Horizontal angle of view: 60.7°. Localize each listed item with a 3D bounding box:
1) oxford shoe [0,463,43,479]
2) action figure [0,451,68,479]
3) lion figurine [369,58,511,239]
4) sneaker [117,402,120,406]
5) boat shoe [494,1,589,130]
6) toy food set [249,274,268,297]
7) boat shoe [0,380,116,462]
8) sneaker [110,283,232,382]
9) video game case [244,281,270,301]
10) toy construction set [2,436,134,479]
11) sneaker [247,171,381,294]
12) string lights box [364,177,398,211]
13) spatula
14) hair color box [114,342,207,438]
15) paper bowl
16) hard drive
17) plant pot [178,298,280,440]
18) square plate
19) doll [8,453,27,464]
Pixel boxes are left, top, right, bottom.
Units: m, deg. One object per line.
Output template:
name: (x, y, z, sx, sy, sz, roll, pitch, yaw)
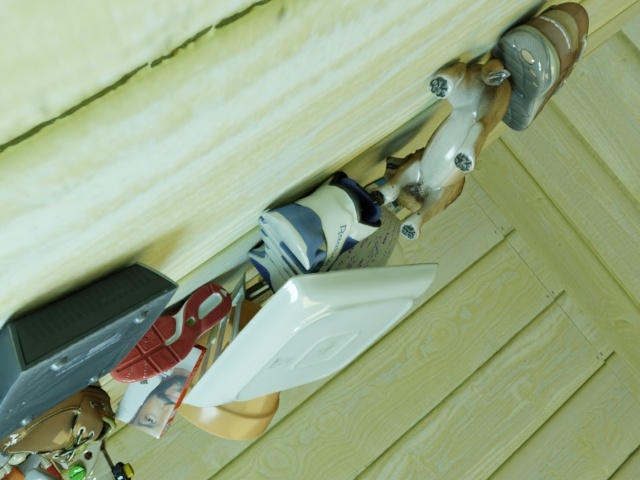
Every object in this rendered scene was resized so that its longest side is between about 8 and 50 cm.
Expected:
oxford shoe: (-0.823, 0.689, 1.348, 0.169, 0.130, 0.449, -37, 173, 9)
action figure: (-0.568, 0.414, 0.834, 0.330, 0.178, 0.341, -28, -162, -24)
lion figurine: (0.205, -0.154, 0.848, 0.240, 0.142, 0.392, -43, 175, -37)
sneaker: (-0.595, 0.530, 1.786, 0.132, 0.086, 0.228, -31, 163, -14)
boat shoe: (0.335, -0.263, 0.859, 0.116, 0.123, 0.324, -40, 176, 4)
toy food set: (-0.086, 0.051, 1.249, 0.192, 0.038, 0.132, -40, -175, -42)
boat shoe: (-0.370, 0.265, 0.803, 0.111, 0.104, 0.307, -37, 174, -6)
sneaker: (-0.246, 0.166, 0.892, 0.221, 0.087, 0.128, -32, 171, -36)
video game case: (-0.200, 0.172, 1.487, 0.275, 0.035, 0.248, -32, 172, -47)
toy construction set: (-0.595, 0.584, 1.335, 0.257, 0.237, 0.309, -33, 173, -39)
sneaker: (0.000, 0.000, 0.847, 0.182, 0.127, 0.315, -33, 172, -20)
string lights box: (0.149, -0.092, 1.293, 0.133, 0.076, 0.260, -43, 173, 37)
spatula: (-0.181, 0.168, 0.995, 0.168, 0.019, 0.242, -54, -166, 16)
hair color box: (-0.284, 0.252, 0.977, 0.053, 0.093, 0.167, 88, 26, -83)
paper bowl: (0.052, 0.054, 1.077, 0.284, 0.148, 0.284, -49, -169, 13)
hard drive: (-0.256, 0.116, 0.555, 0.172, 0.054, 0.255, -32, 172, -44)
plant pot: (-0.190, 0.264, 1.226, 0.203, 0.291, 0.291, -57, 170, 12)
square plate: (-0.003, 0.162, 0.892, 0.344, 0.049, 0.347, -2, 142, -46)
doll: (-0.497, 0.350, 1.016, 0.189, 0.046, 0.129, -37, 174, -8)
